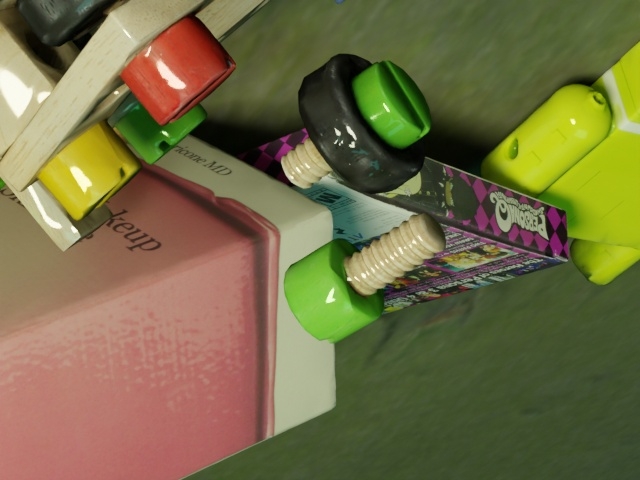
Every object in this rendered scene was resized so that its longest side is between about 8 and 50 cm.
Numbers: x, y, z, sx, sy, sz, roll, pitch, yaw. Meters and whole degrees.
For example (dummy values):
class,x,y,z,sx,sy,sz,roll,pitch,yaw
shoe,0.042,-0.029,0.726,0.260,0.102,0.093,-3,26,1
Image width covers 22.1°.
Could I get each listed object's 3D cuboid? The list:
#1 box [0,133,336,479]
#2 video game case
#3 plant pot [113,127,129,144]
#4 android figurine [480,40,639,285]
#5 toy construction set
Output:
class,x,y,z,sx,sy,sz,roll,pitch,yaw
box,-0.125,0.047,0.844,0.232,0.148,0.127,-22,124,-34
video game case,0.000,0.000,1.025,0.210,0.042,0.232,18,155,-40
plant pot,-0.194,-0.089,0.867,0.236,0.032,0.236,-9,150,-5
android figurine,0.230,-0.054,1.060,0.248,0.056,0.273,10,146,-33
toy construction set,-0.134,-0.098,0.674,0.237,0.257,0.309,-34,121,28
